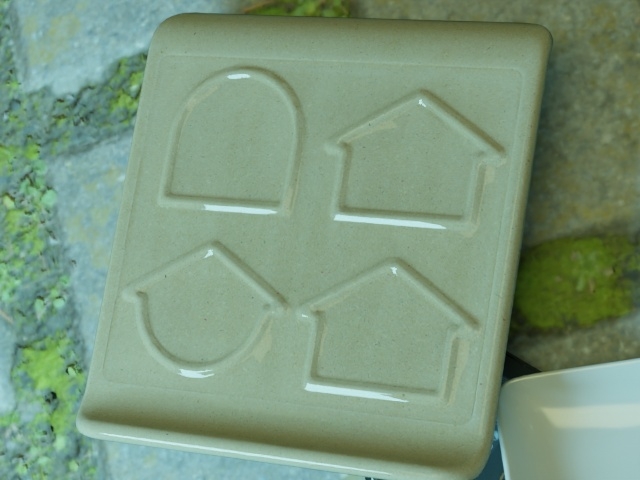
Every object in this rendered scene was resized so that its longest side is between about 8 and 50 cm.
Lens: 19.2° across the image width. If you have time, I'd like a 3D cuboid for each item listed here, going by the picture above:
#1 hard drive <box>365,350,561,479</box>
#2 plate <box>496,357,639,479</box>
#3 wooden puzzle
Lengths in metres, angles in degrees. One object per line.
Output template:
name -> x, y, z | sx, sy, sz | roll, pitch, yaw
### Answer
hard drive -> 0.105, 0.141, 1.373 | 0.094, 0.022, 0.135 | 31, 89, 21
plate -> 0.269, 0.203, 1.263 | 0.278, 0.045, 0.277 | -10, 61, 11
wooden puzzle -> 0.000, 0.000, 1.399 | 0.322, 0.080, 0.348 | 5, 74, 24
